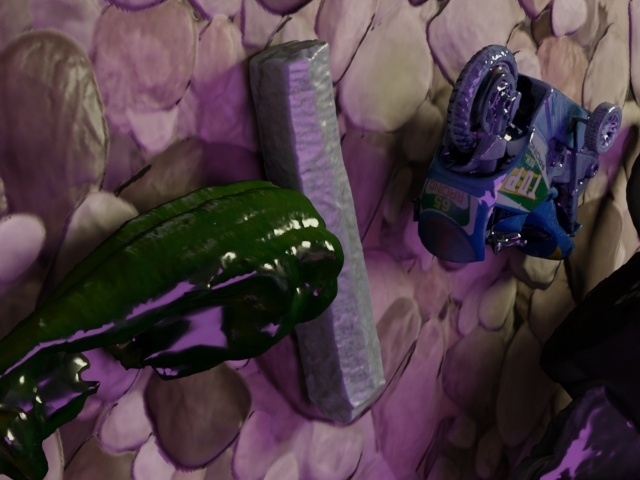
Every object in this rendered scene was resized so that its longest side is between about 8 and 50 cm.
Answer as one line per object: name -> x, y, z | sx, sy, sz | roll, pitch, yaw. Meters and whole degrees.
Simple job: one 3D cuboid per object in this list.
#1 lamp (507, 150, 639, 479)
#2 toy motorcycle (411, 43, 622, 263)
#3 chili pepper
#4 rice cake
lamp -> 0.311, 0.101, 1.166 | 0.272, 0.205, 0.374 | 32, 72, -9
toy motorcycle -> 0.128, -0.042, 1.063 | 0.254, 0.092, 0.135 | 17, 96, -62
chili pepper -> -0.085, 0.037, 0.824 | 0.253, 0.083, 0.099 | -30, 132, -39
rice cake -> 0.000, 0.000, 0.949 | 0.045, 0.042, 0.245 | -37, 128, -40
